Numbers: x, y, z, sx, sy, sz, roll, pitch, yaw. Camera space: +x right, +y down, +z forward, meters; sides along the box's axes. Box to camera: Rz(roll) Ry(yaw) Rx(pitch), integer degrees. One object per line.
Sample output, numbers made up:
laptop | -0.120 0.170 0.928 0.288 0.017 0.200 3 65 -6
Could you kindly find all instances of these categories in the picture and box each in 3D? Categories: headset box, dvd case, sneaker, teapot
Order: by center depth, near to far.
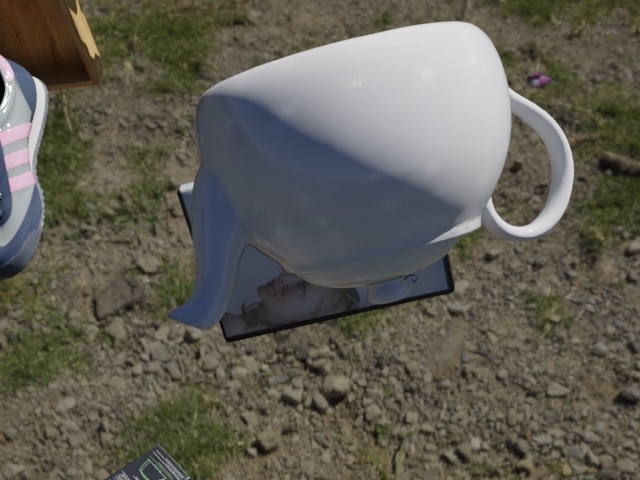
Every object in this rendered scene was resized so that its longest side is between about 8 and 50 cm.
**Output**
teapot | 0.039 -0.045 0.608 0.256 0.187 0.252 -13 5 28
dvd case | 0.000 0.000 0.821 0.253 0.180 0.022 -13 22 3
sneaker | -0.447 -0.108 1.069 0.112 0.131 0.318 -14 67 14
headset box | -0.412 0.629 1.717 0.283 0.246 0.131 -29 41 -31

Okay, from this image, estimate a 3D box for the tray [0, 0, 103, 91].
tray | -0.554 -0.451 1.430 0.203 0.410 0.076 -7 47 3
